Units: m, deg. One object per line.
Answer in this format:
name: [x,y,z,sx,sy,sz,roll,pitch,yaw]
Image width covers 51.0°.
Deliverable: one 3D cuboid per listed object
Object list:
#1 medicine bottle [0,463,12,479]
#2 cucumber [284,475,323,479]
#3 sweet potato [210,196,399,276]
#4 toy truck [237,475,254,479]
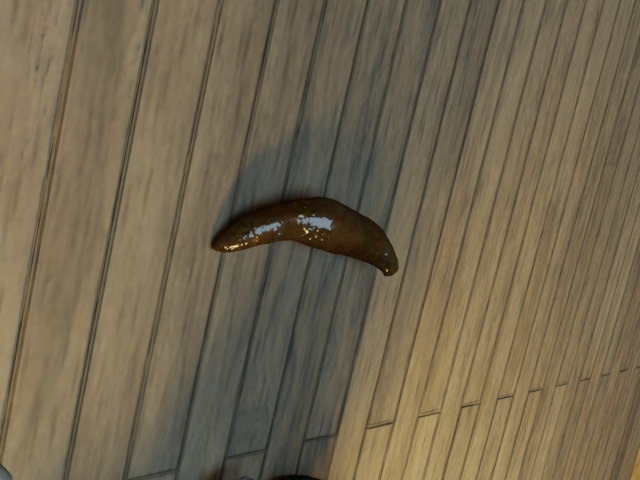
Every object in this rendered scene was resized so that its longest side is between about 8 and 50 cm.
medicine bottle: [-0.298,0.117,0.453,0.092,0.061,0.220,-26,125,-9]
cucumber: [-0.027,0.343,0.811,0.116,0.062,0.115,35,77,-37]
sweet potato: [0.003,-0.009,0.722,0.255,0.058,0.078,9,118,-44]
toy truck: [-0.151,0.358,0.640,0.286,0.136,0.111,-28,145,-34]
